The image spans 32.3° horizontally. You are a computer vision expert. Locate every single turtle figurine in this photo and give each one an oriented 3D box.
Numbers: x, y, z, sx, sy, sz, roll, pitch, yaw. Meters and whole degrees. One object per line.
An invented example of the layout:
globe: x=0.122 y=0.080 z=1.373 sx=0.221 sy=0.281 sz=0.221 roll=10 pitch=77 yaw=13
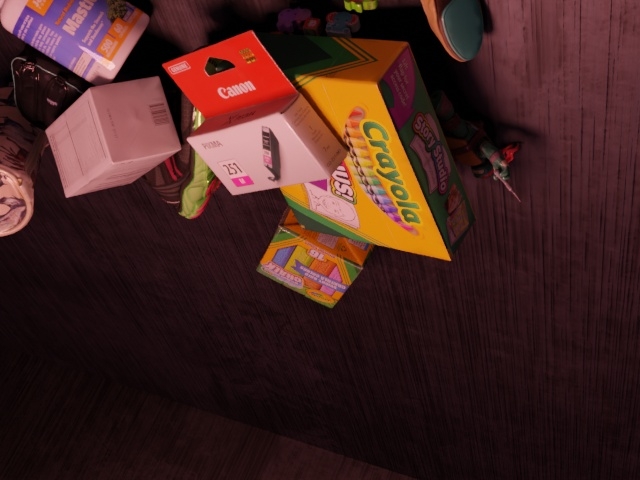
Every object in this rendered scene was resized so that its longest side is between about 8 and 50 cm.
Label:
turtle figurine: x=0.220 y=-0.145 z=1.773 sx=0.175 sy=0.118 sz=0.234 roll=-16 pitch=132 yaw=42

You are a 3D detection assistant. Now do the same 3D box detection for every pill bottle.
pill bottle: x=-0.438 y=-0.386 z=1.852 sx=0.272 sy=0.152 sz=0.152 roll=32 pitch=152 yaw=-13

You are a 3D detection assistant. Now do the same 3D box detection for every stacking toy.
stacking toy: x=-0.001 y=-0.336 z=1.699 sx=0.221 sy=0.052 sz=0.167 roll=13 pitch=152 yaw=18

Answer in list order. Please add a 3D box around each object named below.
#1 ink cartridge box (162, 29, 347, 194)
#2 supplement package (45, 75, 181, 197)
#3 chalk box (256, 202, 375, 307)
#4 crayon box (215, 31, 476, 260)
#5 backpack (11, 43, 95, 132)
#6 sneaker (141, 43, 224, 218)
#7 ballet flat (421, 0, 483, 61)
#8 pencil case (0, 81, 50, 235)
ink cartridge box: x=-0.120 y=-0.186 z=1.696 sx=0.275 sy=0.060 sz=0.239 roll=-6 pitch=130 yaw=53
supplement package: x=-0.367 y=-0.178 z=1.938 sx=0.244 sy=0.134 sz=0.139 roll=-21 pitch=86 yaw=57
chalk box: x=0.000 y=0.000 z=2.144 sx=0.179 sy=0.180 sz=0.289 roll=27 pitch=154 yaw=-2
crayon box: x=0.046 y=-0.148 z=1.736 sx=0.313 sy=0.106 sz=0.363 roll=13 pitch=144 yaw=39
backpack: x=-0.487 y=-0.286 z=2.073 sx=0.166 sy=0.144 sz=0.188 roll=25 pitch=139 yaw=2
sneaker: x=-0.259 y=-0.196 z=2.012 sx=0.202 sy=0.185 sz=0.483 roll=29 pitch=149 yaw=-2
ballet flat: x=0.167 y=-0.349 z=1.528 sx=0.073 sy=0.080 sz=0.232 roll=39 pitch=165 yaw=42
pencil case: x=-0.605 y=-0.161 z=2.123 sx=0.184 sy=0.410 sz=0.159 roll=-25 pitch=119 yaw=9
